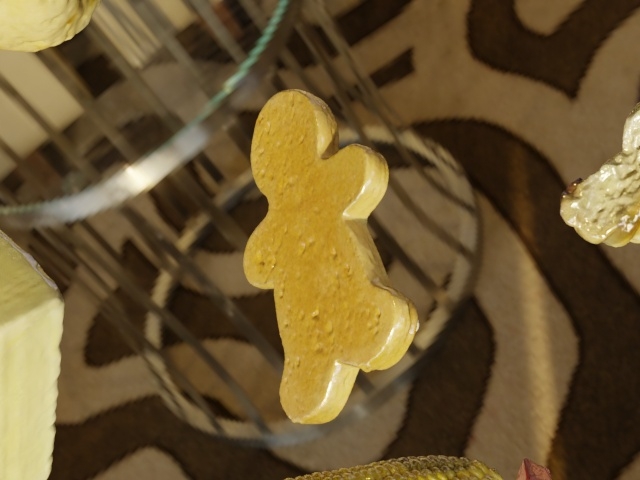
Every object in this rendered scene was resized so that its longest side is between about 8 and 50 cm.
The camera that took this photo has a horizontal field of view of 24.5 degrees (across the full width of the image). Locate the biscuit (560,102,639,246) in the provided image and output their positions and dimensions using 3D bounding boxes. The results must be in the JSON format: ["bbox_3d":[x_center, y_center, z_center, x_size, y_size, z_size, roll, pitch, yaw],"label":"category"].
[{"bbox_3d":[0.327,-0.064,1.442,0.183,0.118,0.061,-55,33,-2],"label":"biscuit"}]

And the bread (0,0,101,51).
[{"bbox_3d":[-0.268,-0.247,1.148,0.134,0.244,0.244,-31,42,2],"label":"bread"}]

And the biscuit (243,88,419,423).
[{"bbox_3d":[0.001,0.000,1.027,0.158,0.035,0.240,-38,54,41],"label":"biscuit"}]

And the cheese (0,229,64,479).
[{"bbox_3d":[-0.353,0.094,1.350,0.124,0.266,0.242,-30,59,-36],"label":"cheese"}]

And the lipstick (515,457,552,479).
[{"bbox_3d":[0.153,0.338,1.291,0.051,0.051,0.312,-128,51,-63],"label":"lipstick"}]

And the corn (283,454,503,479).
[{"bbox_3d":[0.000,0.204,1.017,0.291,0.101,0.101,-6,37,-22],"label":"corn"}]
